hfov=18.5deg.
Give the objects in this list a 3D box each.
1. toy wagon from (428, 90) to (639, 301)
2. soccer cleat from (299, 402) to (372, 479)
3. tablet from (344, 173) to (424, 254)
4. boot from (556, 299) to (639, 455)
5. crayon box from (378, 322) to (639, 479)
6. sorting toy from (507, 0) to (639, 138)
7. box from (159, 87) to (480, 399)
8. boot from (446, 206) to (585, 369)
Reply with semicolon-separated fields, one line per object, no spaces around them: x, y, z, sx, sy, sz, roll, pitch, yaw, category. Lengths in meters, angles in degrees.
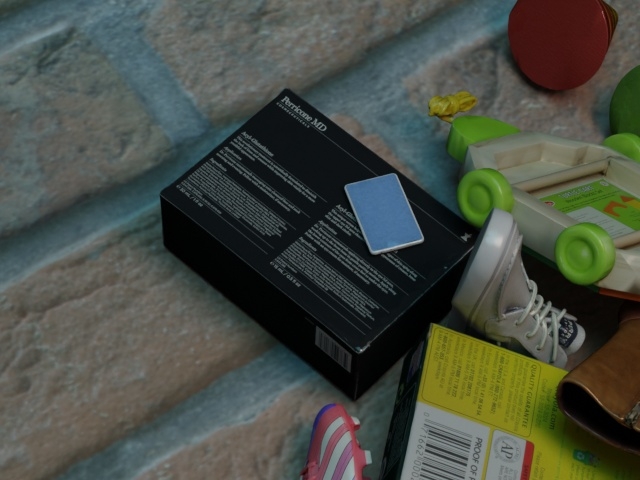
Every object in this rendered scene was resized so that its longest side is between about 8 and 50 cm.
0.244;-0.047;1.912;0.344;0.068;0.267;31;29;32;toy wagon
0.006;0.259;1.758;0.095;0.083;0.248;-7;60;-2;soccer cleat
0.060;-0.025;1.868;0.054;0.006;0.083;-14;57;-12;tablet
0.371;0.132;1.766;0.264;0.096;0.280;30;27;11;boot
0.214;0.222;1.756;0.318;0.081;0.202;20;53;-7;crayon box
0.366;-0.150;2.051;0.365;0.127;0.126;43;35;19;sorting toy
0.000;0.000;1.911;0.261;0.103;0.184;39;65;21;box
0.186;0.058;1.792;0.123;0.258;0.095;22;70;7;boot
